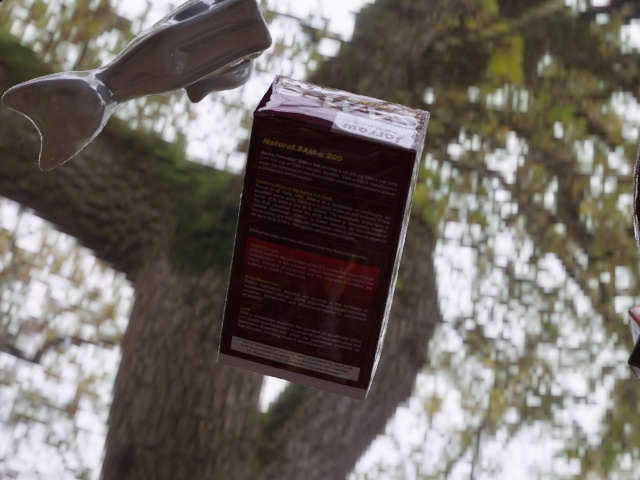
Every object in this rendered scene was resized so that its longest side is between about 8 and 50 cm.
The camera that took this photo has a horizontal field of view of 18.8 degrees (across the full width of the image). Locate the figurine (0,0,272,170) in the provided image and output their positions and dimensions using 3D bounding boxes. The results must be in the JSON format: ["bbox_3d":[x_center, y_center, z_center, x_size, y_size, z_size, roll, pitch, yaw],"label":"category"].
[{"bbox_3d":[-0.168,-0.181,1.482,0.209,0.092,0.215,-28,-75,-19],"label":"figurine"}]

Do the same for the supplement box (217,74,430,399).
[{"bbox_3d":[0.000,0.000,1.531,0.130,0.073,0.239,14,-57,5],"label":"supplement box"}]

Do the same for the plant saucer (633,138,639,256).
[{"bbox_3d":[0.296,-0.067,1.014,0.310,0.310,0.050,-25,-42,25],"label":"plant saucer"}]

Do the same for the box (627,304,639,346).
[{"bbox_3d":[0.349,0.181,1.467,0.142,0.154,0.300,-20,-60,-6],"label":"box"}]

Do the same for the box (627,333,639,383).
[{"bbox_3d":[0.364,0.023,1.091,0.307,0.242,0.076,19,-16,29],"label":"box"}]
